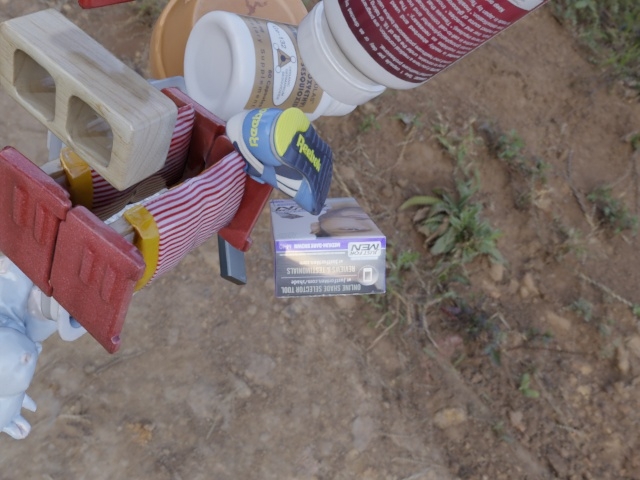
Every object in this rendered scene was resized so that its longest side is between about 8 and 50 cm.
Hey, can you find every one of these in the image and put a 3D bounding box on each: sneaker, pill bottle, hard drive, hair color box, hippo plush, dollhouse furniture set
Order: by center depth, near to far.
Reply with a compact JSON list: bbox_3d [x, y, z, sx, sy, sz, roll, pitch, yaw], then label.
[{"bbox_3d":[0.057,-0.136,0.325,0.086,0.152,0.086,19,60,-35],"label":"pill bottle"},{"bbox_3d":[-0.110,-0.110,0.457,0.152,0.374,0.201,39,43,9],"label":"dollhouse furniture set"},{"bbox_3d":[-0.029,-0.066,0.503,0.144,0.059,0.053,54,48,-62],"label":"sneaker"},{"bbox_3d":[-0.052,-0.222,0.812,0.229,0.131,0.131,-8,56,-42],"label":"pill bottle"},{"bbox_3d":[-0.539,0.187,0.937,0.234,0.294,0.236,22,16,-19],"label":"hippo plush"},{"bbox_3d":[0.000,0.000,1.141,0.185,0.110,0.339,-2,17,-6],"label":"hair color box"},{"bbox_3d":[-0.175,0.015,1.189,0.094,0.022,0.135,46,36,-70],"label":"hard drive"}]

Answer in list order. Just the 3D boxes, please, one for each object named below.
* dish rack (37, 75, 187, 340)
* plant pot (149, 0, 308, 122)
[{"bbox_3d":[-0.286,-0.060,0.832,0.072,0.333,0.285,19,24,8],"label":"dish rack"},{"bbox_3d":[-0.138,-0.328,1.044,0.291,0.291,0.203,41,-10,-17],"label":"plant pot"}]
